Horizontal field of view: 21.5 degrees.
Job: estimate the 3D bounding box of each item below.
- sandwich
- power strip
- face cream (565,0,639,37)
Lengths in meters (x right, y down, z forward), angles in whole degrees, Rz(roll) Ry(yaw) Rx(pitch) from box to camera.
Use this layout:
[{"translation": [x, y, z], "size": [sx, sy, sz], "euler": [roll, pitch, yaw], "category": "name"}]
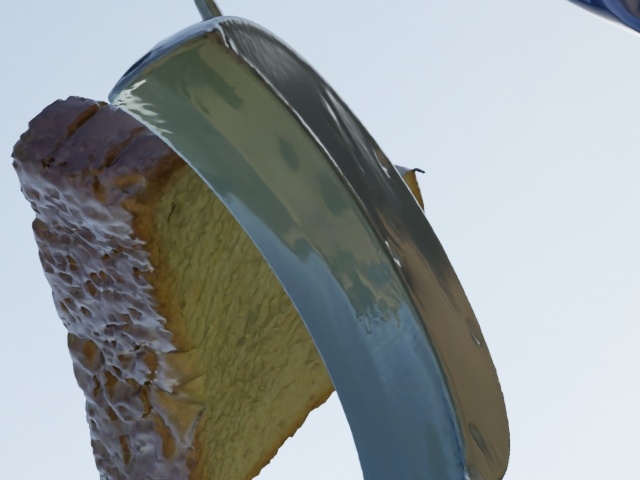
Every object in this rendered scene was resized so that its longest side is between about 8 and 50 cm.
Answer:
[{"translation": [-0.044, -0.006, 0.938], "size": [0.254, 0.099, 0.288], "euler": [-46, -34, -31], "category": "sandwich"}, {"translation": [0.000, 0.000, 0.711], "size": [0.054, 0.253, 0.167], "euler": [-32, -5, 17], "category": "power strip"}, {"translation": [0.204, -0.178, 0.612], "size": [0.249, 0.249, 0.225], "euler": [-27, -45, -58], "category": "face cream"}]
